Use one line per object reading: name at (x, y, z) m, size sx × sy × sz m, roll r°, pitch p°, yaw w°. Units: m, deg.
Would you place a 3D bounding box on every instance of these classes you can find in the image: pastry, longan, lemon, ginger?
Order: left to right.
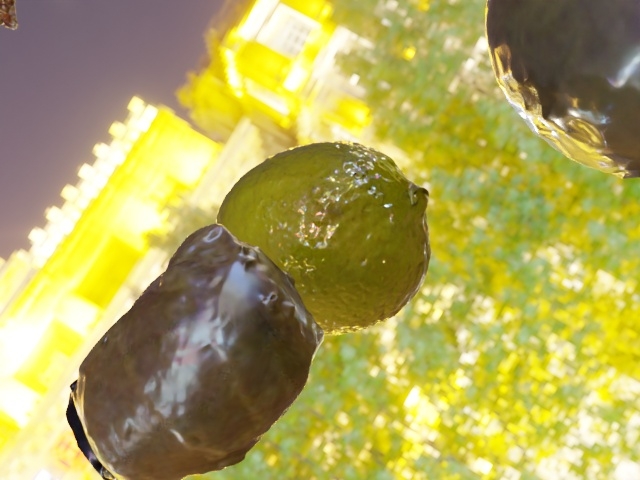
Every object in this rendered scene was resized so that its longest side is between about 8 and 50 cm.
pastry at (-0.516, -0.413, 2.095) m, size 0.063 × 0.087 × 0.169 m, roll -8°, pitch -51°, yaw -18°
ginger at (-0.122, 0.128, 1.394) m, size 0.269 × 0.200 × 0.223 m, roll -52°, pitch 3°, yaw -38°
lemon at (0.000, 0.000, 1.776) m, size 0.322 × 0.268 × 0.268 m, roll -19°, pitch 8°, yaw 30°
longan at (0.438, -0.272, 1.718) m, size 0.404 × 0.436 × 0.404 m, roll -3°, pitch -90°, yaw -72°
